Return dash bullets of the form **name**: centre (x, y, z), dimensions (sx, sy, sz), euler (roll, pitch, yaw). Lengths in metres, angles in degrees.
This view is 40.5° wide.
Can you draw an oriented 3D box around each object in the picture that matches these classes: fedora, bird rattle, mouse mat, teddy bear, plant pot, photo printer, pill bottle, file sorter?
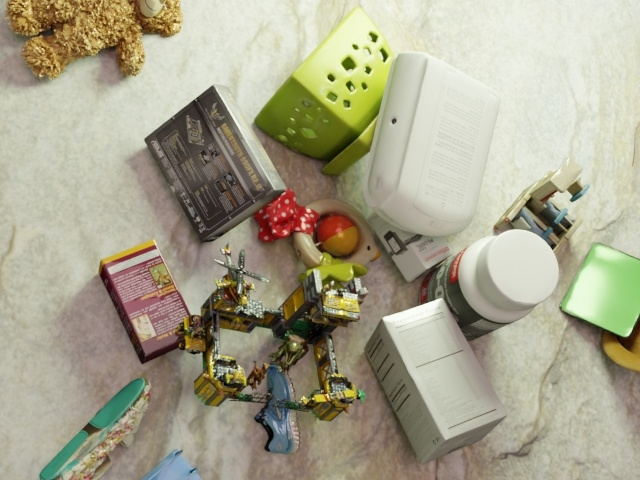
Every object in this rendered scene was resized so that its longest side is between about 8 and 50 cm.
- **fedora**: centre (0.671, 0.206, 1.752), dimensions (0.194, 0.194, 0.079), euler (-54, 129, -24)
- **bird rattle**: centre (0.000, 0.000, 1.650), dimensions (0.207, 0.143, 0.253), euler (-23, 67, -33)
- **mouse mat**: centre (0.601, 0.100, 1.796), dimensions (0.153, 0.007, 0.189), euler (26, 66, 22)
- **teddy bear**: centre (-0.421, -0.429, 1.646), dimensions (0.338, 0.113, 0.245), euler (-6, 77, -18)
- **plant pot**: centre (0.041, -0.272, 1.674), dimensions (0.207, 0.228, 0.227), euler (43, 64, -6)
- **photo printer**: centre (0.206, -0.163, 1.606), dimensions (0.256, 0.107, 0.307), euler (14, 88, -44)
- **pill bottle**: centre (0.305, 0.085, 1.597), dimensions (0.161, 0.283, 0.161), euler (5, 71, -15)
- **file sorter**: centre (-0.223, 0.443, 1.424), dimensions (0.118, 0.104, 0.170), euler (-39, 86, -24)

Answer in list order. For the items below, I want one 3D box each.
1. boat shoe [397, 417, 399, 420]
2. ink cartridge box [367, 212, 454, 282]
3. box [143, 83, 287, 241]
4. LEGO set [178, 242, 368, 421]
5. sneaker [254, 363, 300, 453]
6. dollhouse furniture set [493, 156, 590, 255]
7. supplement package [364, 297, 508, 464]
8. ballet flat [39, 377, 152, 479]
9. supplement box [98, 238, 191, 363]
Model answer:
- **boat shoe**: centre (0.206, 0.326, 1.624), dimensions (0.125, 0.038, 0.046), euler (-2, 58, -17)
- **ink cartridge box**: centre (0.178, -0.008, 1.692), dimensions (0.109, 0.063, 0.150), euler (-25, 80, -47)
- **box**: centre (-0.195, -0.140, 1.588), dimensions (0.183, 0.056, 0.231), euler (-34, 81, 20)
- **LEGO set**: centre (-0.051, 0.158, 1.455), dimensions (0.332, 0.192, 0.254), euler (20, 46, -23)
- **sneaker**: centre (-0.082, 0.298, 1.536), dimensions (0.073, 0.063, 0.162), euler (-5, 74, -15)
- **dollhouse furniture set**: centre (0.466, -0.051, 1.743), dimensions (0.129, 0.183, 0.129), euler (43, 66, 0)
- **supplement package**: centre (0.202, 0.251, 1.564), dimensions (0.139, 0.133, 0.244), euler (-15, 63, -23)
- **ballet flat**: centre (-0.361, 0.335, 1.442), dimensions (0.241, 0.091, 0.077), euler (-45, 119, -20)
- **supplement box**: centre (-0.303, 0.107, 1.521), dimensions (0.104, 0.081, 0.188), euler (-23, 80, -23)
